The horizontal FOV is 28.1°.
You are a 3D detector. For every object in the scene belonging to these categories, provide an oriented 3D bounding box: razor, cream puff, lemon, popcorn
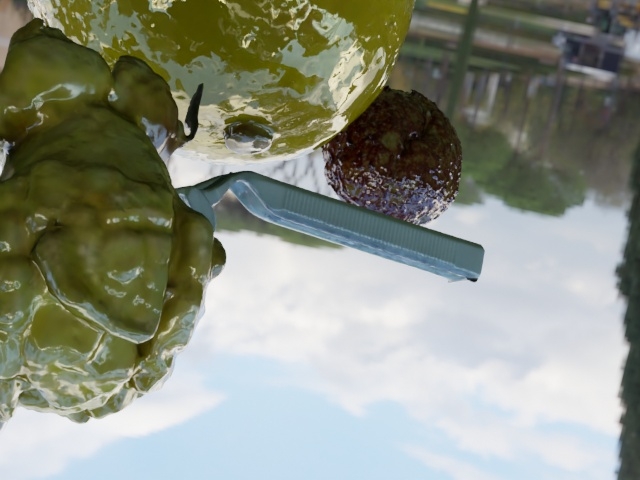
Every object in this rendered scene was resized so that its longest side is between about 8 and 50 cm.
[{"bbox_3d":[0.002,-0.011,0.877,0.278,0.056,0.111,8,172,-35],"label":"razor"},{"bbox_3d":[0.070,-0.083,1.175,0.149,0.149,0.084,6,152,-31],"label":"cream puff"},{"bbox_3d":[-0.078,-0.228,1.024,0.348,0.348,0.348,12,-171,-2],"label":"lemon"},{"bbox_3d":[-0.134,-0.002,0.684,0.174,0.195,0.168,-4,149,-15],"label":"popcorn"}]

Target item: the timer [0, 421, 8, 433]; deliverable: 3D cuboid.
[{"bbox_3d":[-0.352,0.098,1.021,0.233,0.233,0.240,12,-144,-2],"label":"timer"}]
